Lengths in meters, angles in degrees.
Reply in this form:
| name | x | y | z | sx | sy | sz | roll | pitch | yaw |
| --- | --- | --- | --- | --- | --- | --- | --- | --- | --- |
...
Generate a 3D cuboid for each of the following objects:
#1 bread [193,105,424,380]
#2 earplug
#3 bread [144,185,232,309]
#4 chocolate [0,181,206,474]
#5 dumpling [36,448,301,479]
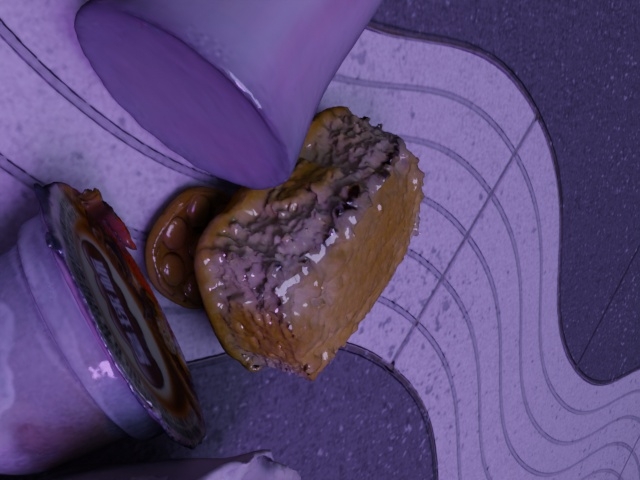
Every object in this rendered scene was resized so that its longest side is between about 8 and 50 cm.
| name | x | y | z | sx | sy | sz | roll | pitch | yaw |
| --- | --- | --- | --- | --- | --- | --- | --- | --- | --- |
| bread | 0.000 | 0.000 | 0.580 | 0.245 | 0.121 | 0.174 | -54 | 151 | -34 |
| earplug | -0.018 | -0.207 | 0.488 | 0.301 | 0.172 | 0.172 | -58 | 134 | -19 |
| bread | -0.104 | 0.007 | 0.565 | 0.110 | 0.024 | 0.110 | -17 | 114 | -45 |
| chocolate | -0.182 | 0.075 | 0.443 | 0.147 | 0.221 | 0.221 | -26 | 126 | 0 |
| dumpling | -0.136 | 0.235 | 0.465 | 0.260 | 0.181 | 0.341 | -13 | 129 | -51 |
